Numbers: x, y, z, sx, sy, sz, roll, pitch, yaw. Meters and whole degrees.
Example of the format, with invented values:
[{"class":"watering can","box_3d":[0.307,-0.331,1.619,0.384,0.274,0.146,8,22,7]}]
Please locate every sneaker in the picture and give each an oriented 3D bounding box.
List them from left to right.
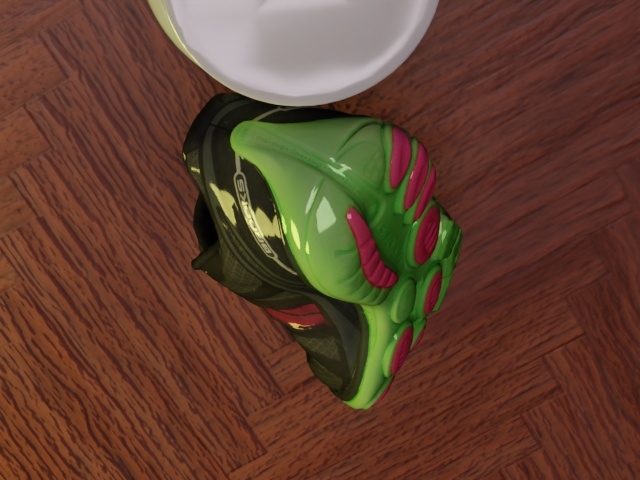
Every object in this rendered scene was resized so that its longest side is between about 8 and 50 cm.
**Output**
[{"class":"sneaker","box_3d":[0.000,0.000,1.292,0.202,0.483,0.185,27,71,18]}]

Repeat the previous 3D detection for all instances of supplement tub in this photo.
[{"class":"supplement tub","box_3d":[-0.026,-0.251,1.164,0.235,0.325,0.235,-2,115,-4]}]
